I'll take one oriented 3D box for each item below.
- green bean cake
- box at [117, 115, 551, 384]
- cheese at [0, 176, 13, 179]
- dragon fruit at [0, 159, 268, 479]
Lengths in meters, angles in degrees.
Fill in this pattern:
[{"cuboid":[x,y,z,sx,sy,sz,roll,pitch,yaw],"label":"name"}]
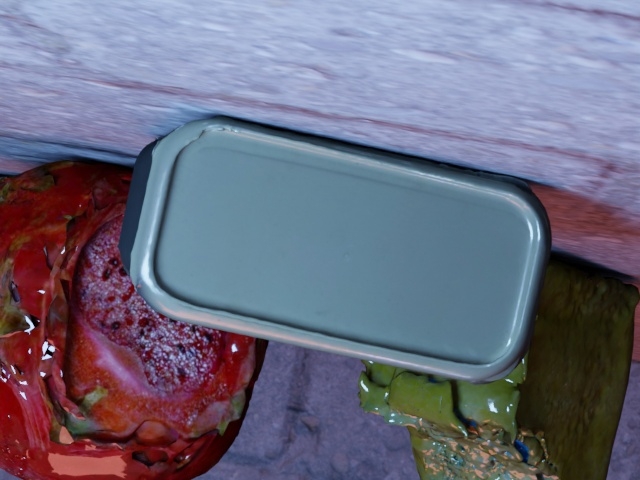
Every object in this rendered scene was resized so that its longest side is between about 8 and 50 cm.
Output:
[{"cuboid":[0.149,0.149,1.602,0.202,0.285,0.310,12,176,31],"label":"green bean cake"},{"cuboid":[0.000,0.000,1.137,0.274,0.138,0.178,14,180,-16],"label":"box"},{"cuboid":[-0.219,0.015,1.729,0.318,0.115,0.326,14,174,-39],"label":"cheese"},{"cuboid":[-0.191,0.070,1.422,0.296,0.295,0.302,12,-173,-28],"label":"dragon fruit"}]
